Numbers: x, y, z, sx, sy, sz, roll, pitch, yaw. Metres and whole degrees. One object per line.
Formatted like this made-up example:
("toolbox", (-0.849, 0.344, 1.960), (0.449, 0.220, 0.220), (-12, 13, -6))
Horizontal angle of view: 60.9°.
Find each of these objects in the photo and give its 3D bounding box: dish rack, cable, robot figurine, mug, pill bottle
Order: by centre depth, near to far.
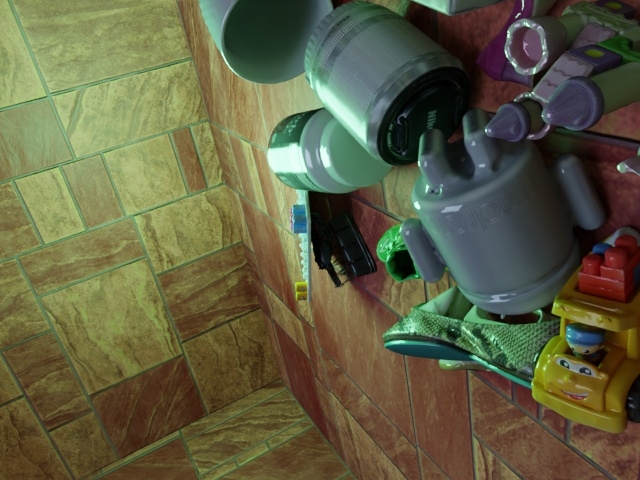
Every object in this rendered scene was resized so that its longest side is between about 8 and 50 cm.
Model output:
("pill bottle", (0.433, 0.017, 0.806), (0.043, 0.043, 0.083), (59, 159, 20))
("robot figurine", (0.276, -0.025, 0.858), (0.300, 0.199, 0.353), (-22, 116, 28))
("mug", (-0.130, -0.618, 1.283), (0.374, 0.276, 0.328), (-51, 51, 33))
("pill bottle", (0.020, -0.222, 1.342), (0.363, 0.210, 0.210), (16, 126, 64))
("cable", (0.000, 0.000, 1.665), (0.150, 0.047, 0.184), (-152, 49, -75))
("dish rack", (0.062, 0.041, 1.716), (0.208, 0.074, 0.271), (66, 161, 8))

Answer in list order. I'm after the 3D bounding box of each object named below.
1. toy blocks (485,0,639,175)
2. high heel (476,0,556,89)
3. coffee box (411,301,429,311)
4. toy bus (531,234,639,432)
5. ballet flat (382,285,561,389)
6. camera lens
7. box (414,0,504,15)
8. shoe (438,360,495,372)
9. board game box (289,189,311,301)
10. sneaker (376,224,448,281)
("toy blocks", (0.316, -0.189, 0.573), (0.288, 0.260, 0.308), (50, 153, 40))
("high heel", (0.277, -0.337, 0.774), (0.117, 0.082, 0.244), (37, 158, 36))
("coffee box", (0.298, 0.204, 1.335), (0.113, 0.041, 0.184), (67, 159, 1))
("toy bus", (0.380, 0.107, 0.729), (0.150, 0.220, 0.211), (17, 137, 47))
("ballet flat", (0.319, 0.182, 1.105), (0.483, 0.164, 0.181), (0, 69, 60))
("camera lens", (0.121, -0.289, 1.007), (0.274, 0.220, 0.219), (53, 155, 33))
("box", (0.159, -0.461, 0.845), (0.311, 0.148, 0.121), (46, 150, 42))
("shoe", (0.349, 0.272, 1.258), (0.219, 0.077, 0.058), (156, 118, -66))
("board game box", (-0.069, -0.068, 1.724), (0.389, 0.051, 0.389), (90, 174, -48))
("sneaker", (0.195, 0.029, 1.286), (0.109, 0.124, 0.295), (71, 163, -9))
